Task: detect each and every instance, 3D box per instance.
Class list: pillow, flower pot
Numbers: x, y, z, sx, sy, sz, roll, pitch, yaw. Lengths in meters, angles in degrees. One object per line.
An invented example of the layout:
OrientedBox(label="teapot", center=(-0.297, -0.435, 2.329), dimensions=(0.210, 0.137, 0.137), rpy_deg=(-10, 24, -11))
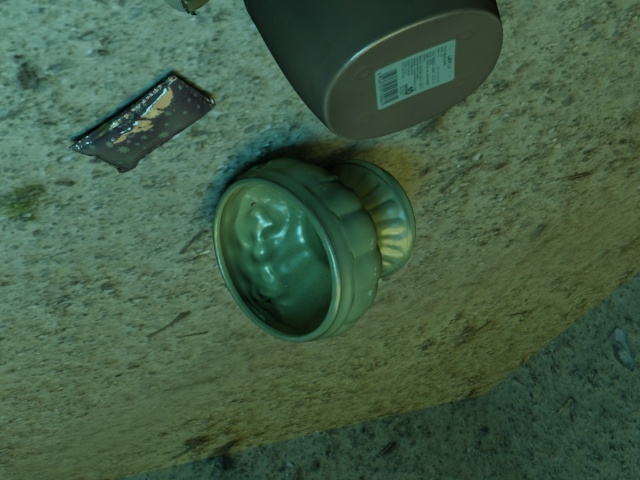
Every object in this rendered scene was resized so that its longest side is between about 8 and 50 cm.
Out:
OrientedBox(label="pillow", center=(-0.240, -0.154, 1.431), dimensions=(0.185, 0.043, 0.118), rpy_deg=(-32, 152, 16))
OrientedBox(label="flower pot", center=(0.000, 0.000, 1.695), dimensions=(0.244, 0.307, 0.307), rpy_deg=(-23, 161, -43))

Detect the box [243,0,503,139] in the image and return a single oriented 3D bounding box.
OrientedBox(label="box", center=(0.069, -0.276, 1.276), dimensions=(0.301, 0.216, 0.301), rpy_deg=(-19, 155, -9))

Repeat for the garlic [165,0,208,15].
OrientedBox(label="garlic", center=(-0.151, -0.318, 1.174), dimensions=(0.084, 0.066, 0.152), rpy_deg=(-46, 167, -23))
